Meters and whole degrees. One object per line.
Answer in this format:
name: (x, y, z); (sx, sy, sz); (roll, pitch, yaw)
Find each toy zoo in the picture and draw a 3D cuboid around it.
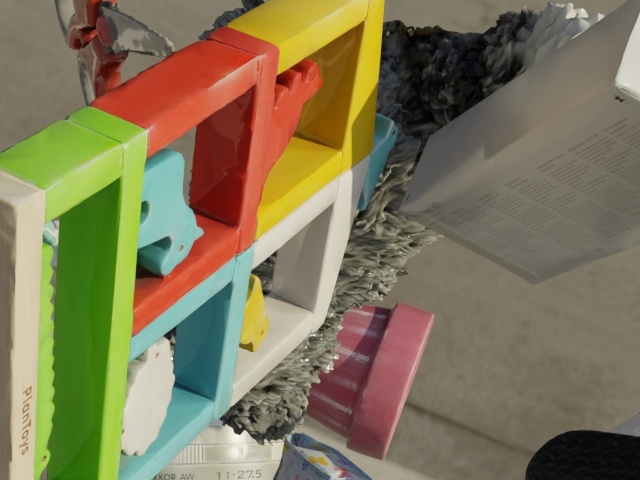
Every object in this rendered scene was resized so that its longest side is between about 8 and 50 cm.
toy zoo: (-0.046, 0.001, 0.612); (0.030, 0.192, 0.293); (24, 37, 21)

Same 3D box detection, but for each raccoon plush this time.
raccoon plush: (0.000, 0.000, 0.953); (0.216, 0.299, 0.446); (20, -8, -16)

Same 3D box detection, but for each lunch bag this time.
lunch bag: (-0.007, 0.187, 1.046); (0.053, 0.071, 0.083); (12, 10, -37)

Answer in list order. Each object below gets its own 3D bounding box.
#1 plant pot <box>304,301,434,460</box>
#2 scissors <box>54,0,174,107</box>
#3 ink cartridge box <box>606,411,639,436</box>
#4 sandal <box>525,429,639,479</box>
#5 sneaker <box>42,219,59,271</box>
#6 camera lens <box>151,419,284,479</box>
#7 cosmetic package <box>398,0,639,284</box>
plant pot: (0.030, 0.157, 1.815); (0.180, 0.201, 0.201); (19, 34, 5)
scissors: (-0.106, -0.111, 0.687); (0.021, 0.109, 0.297); (-14, 0, -12)
ink cartridge box: (0.252, 0.178, 0.913); (0.060, 0.104, 0.180); (50, 14, -29)
sandal: (0.176, 0.122, 0.650); (0.179, 0.040, 0.067); (3, 36, 46)
sneaker: (-0.212, 0.004, 1.008); (0.098, 0.069, 0.038); (33, 52, -50)
camera lens: (-0.149, 0.172, 1.580); (0.220, 0.274, 0.219); (-1, -7, 0)
cosmetic package: (0.136, -0.044, 0.735); (0.099, 0.239, 0.060); (26, 70, -13)
